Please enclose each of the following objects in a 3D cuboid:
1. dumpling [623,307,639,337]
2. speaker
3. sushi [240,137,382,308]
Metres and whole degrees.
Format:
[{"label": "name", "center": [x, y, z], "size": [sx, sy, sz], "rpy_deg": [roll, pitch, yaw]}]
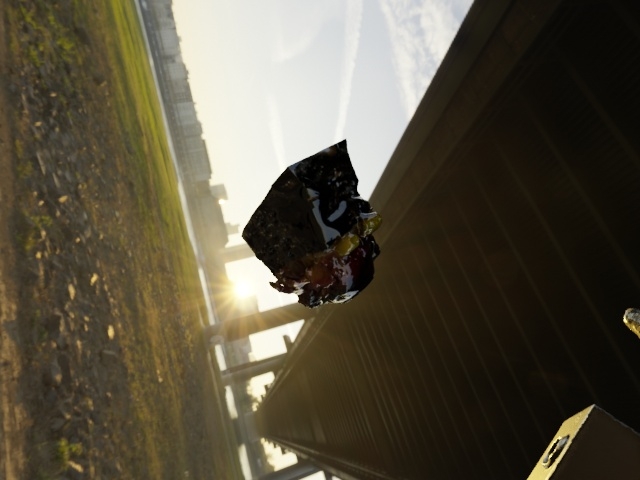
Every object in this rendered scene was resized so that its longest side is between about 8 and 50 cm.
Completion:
[{"label": "dumpling", "center": [0.565, 0.184, 0.567], "size": [0.332, 0.166, 0.085], "rpy_deg": [-47, 155, -62]}, {"label": "speaker", "center": [0.447, 0.405, 0.612], "size": [0.232, 0.184, 0.254], "rpy_deg": [34, -14, 31]}, {"label": "sushi", "center": [0.000, 0.000, 0.506], "size": [0.150, 0.153, 0.172], "rpy_deg": [49, -53, 0]}]
